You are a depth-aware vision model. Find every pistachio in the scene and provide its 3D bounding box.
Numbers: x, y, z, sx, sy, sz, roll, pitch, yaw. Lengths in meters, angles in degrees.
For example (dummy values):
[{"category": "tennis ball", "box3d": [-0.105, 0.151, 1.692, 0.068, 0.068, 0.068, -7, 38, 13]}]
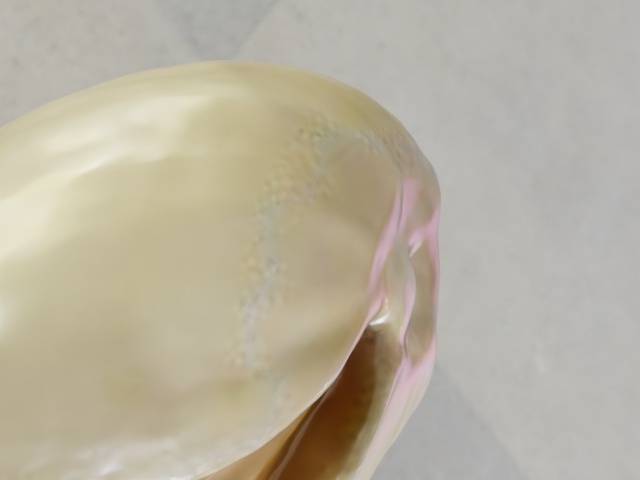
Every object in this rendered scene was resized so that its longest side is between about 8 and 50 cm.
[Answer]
[{"category": "pistachio", "box3d": [-0.084, 0.040, 0.783, 0.230, 0.309, 0.230, 155, -90, -84]}]
